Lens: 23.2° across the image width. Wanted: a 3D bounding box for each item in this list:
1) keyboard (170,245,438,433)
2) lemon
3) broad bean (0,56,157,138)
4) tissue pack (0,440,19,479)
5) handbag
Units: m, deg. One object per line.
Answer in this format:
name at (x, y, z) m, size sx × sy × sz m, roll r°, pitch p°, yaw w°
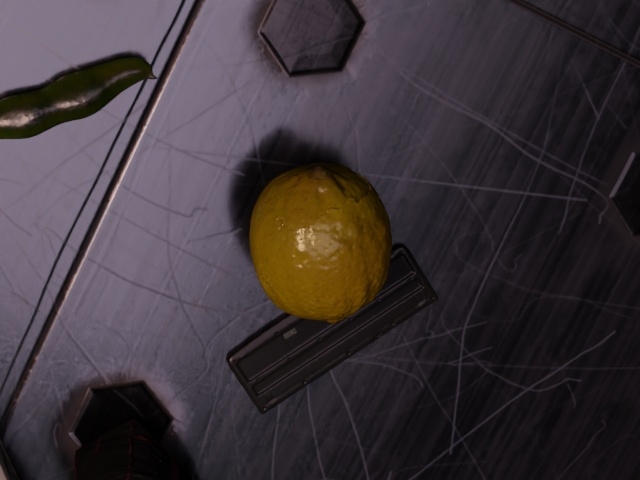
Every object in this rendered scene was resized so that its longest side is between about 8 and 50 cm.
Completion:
keyboard at (-0.027, 0.146, 1.999) m, size 0.381 × 0.041 × 0.103 m, roll -35°, pitch 110°, yaw -8°
lemon at (0.002, 0.002, 1.889) m, size 0.180 × 0.180 × 0.193 m, roll -36°, pitch 110°, yaw -1°
broad bean at (-0.335, -0.154, 1.831) m, size 0.297 × 0.043 × 0.060 m, roll -17°, pitch 99°, yaw -7°
tissue pack at (-0.453, 0.353, 1.912) m, size 0.201 × 0.124 × 0.271 m, roll -22°, pitch 110°, yaw -2°
handbag at (-0.220, 0.349, 1.939) m, size 0.155 × 0.169 × 0.215 m, roll -26°, pitch 112°, yaw 13°
